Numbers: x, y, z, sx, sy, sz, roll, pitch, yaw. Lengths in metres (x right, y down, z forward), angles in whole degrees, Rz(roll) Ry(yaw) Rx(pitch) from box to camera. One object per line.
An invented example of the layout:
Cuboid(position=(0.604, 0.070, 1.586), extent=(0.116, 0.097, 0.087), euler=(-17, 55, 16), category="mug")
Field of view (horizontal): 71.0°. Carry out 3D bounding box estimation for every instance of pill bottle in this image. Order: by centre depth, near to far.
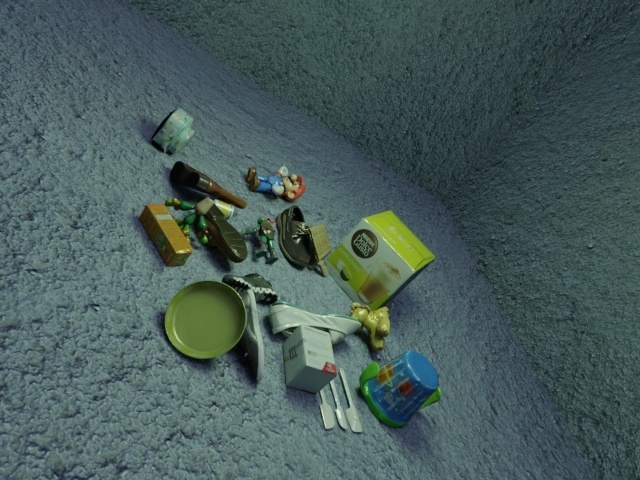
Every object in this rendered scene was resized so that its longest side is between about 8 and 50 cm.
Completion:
Cuboid(position=(-0.431, -0.136, 1.895), extent=(0.116, 0.065, 0.065), euler=(23, 32, -32), category="pill bottle")

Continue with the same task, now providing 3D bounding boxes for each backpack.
Cuboid(position=(-0.647, -0.491, 2.009), extent=(0.144, 0.188, 0.166), euler=(35, 27, -10), category="backpack")

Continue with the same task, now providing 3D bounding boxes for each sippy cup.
Cuboid(position=(0.312, 0.537, 1.676), extent=(0.305, 0.224, 0.240), euler=(-3, 50, -53), category="sippy cup")

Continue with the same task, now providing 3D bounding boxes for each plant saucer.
Cuboid(position=(-0.348, 0.241, 1.369), extent=(0.240, 0.037, 0.241), euler=(4, 67, -10), category="plant saucer")

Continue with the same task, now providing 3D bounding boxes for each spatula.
Cuboid(position=(0.055, 0.548, 1.567), extent=(0.168, 0.019, 0.242), euler=(16, 35, -29), category="spatula")

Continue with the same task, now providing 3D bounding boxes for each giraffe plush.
Cuboid(position=(0.199, 0.345, 1.898), extent=(0.170, 0.211, 0.181), euler=(15, -3, 1), category="giraffe plush")

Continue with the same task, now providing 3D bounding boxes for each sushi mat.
Cuboid(position=(0.000, 0.000, 2.132), extent=(0.316, 0.019, 0.152), euler=(-29, 105, -76), category="sushi mat")

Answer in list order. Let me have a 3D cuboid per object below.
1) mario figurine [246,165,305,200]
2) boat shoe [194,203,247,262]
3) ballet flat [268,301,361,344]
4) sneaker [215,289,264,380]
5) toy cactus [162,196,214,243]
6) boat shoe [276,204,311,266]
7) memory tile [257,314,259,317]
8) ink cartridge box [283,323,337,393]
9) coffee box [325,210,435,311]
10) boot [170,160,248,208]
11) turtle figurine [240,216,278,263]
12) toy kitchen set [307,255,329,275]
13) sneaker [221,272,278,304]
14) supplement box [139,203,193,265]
Cuboid(position=(-0.210, -0.312, 2.306), extent=(0.320, 0.170, 0.198), euler=(6, 77, -36), category="mario figurine")
Cuboid(position=(-0.391, -0.016, 1.738), extent=(0.307, 0.104, 0.110), euler=(53, 21, 25), category="boat shoe")
Cuboid(position=(-0.019, 0.336, 1.687), extent=(0.399, 0.139, 0.139), euler=(18, 35, -29), category="ballet flat")
Cuboid(position=(-0.267, 0.310, 1.437), extent=(0.146, 0.105, 0.296), euler=(-7, 68, -19), category="sneaker")
Cuboid(position=(-0.479, -0.096, 1.666), extent=(0.219, 0.180, 0.112), euler=(44, -9, 10), category="toy cactus")
Cuboid(position=(-0.115, -0.036, 2.073), extent=(0.132, 0.130, 0.356), euler=(17, 35, -37), category="boat shoe")
Cuboid(position=(-0.279, 0.270, 1.553), extent=(0.113, 0.012, 0.148), euler=(39, 27, -3), category="memory tile")
Cuboid(position=(-0.040, 0.403, 1.533), extent=(0.128, 0.127, 0.176), euler=(25, 32, -26), category="ink cartridge box")
Cuboid(position=(0.287, 0.098, 2.161), extent=(0.338, 0.334, 0.338), euler=(48, 28, 15), category="coffee box")
Cuboid(position=(-0.480, -0.237, 1.933), extent=(0.264, 0.096, 0.280), euler=(17, -5, 38), category="boot")
Cuboid(position=(-0.249, -0.021, 1.914), extent=(0.175, 0.118, 0.234), euler=(16, 42, -39), category="turtle figurine")
Cuboid(position=(-0.019, 0.127, 2.075), extent=(0.083, 0.075, 0.068), euler=(22, 53, 42), category="toy kitchen set")
Cuboid(position=(-0.267, 0.163, 1.661), extent=(0.234, 0.078, 0.106), euler=(24, 29, -35), category="sneaker")
Cuboid(position=(-0.544, -0.022, 1.576), extent=(0.233, 0.078, 0.080), euler=(51, 29, 20), category="supplement box")
